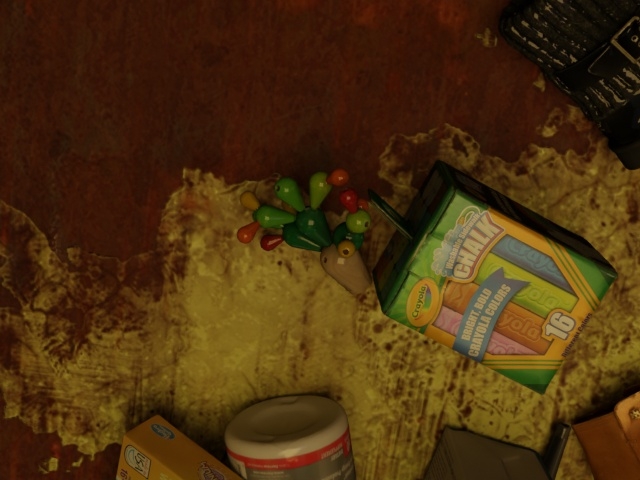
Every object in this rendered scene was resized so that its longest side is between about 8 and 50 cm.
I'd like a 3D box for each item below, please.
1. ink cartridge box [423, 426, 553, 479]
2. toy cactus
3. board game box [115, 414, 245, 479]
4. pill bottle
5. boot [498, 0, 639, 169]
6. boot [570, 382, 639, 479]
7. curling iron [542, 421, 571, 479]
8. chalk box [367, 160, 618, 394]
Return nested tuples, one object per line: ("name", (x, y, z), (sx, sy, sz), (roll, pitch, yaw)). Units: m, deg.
("ink cartridge box", (0.176, 0.481, 1.393), (0.151, 0.270, 0.395), (19, 104, -7))
("toy cactus", (0.000, 0.000, 1.312), (0.219, 0.112, 0.180), (-8, 129, 45))
("board game box", (-0.133, 0.404, 1.365), (0.317, 0.064, 0.242), (30, 123, 26))
("pill bottle", (-0.026, 0.362, 1.416), (0.161, 0.161, 0.283), (-8, 105, 2))
("boot", (0.412, -0.277, 1.265), (0.348, 0.131, 0.260), (-40, 102, 10))
("boot", (0.489, 0.270, 1.389), (0.295, 0.104, 0.211), (-24, 92, 26))
("curling iron", (0.304, 0.377, 1.484), (0.068, 0.035, 0.274), (19, 103, 33))
("chalk box", (0.176, 0.027, 1.321), (0.289, 0.180, 0.179), (27, 103, -6))
